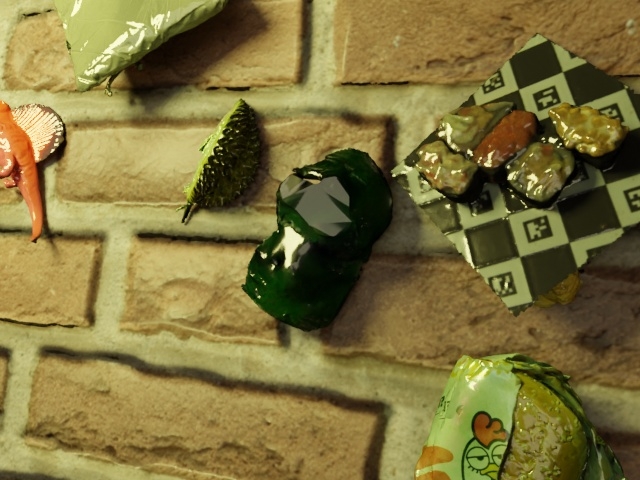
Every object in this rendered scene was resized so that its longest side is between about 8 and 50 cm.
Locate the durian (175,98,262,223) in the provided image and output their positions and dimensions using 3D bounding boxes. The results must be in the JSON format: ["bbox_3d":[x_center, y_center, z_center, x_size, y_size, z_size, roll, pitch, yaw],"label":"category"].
[{"bbox_3d":[-0.151,-0.114,0.903,0.100,0.086,0.215,26,88,52],"label":"durian"}]

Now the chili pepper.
[{"bbox_3d":[0.000,-0.003,0.808,0.148,0.116,0.265,35,95,15],"label":"chili pepper"}]

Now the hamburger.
[{"bbox_3d":[0.236,0.249,0.698,0.235,0.125,0.214,31,103,32],"label":"hamburger"}]

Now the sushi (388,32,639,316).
[{"bbox_3d":[0.256,-0.104,0.727,0.294,0.059,0.292,-43,56,8],"label":"sushi"}]

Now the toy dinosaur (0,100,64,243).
[{"bbox_3d":[-0.485,-0.142,1.015,0.139,0.070,0.286,-31,76,-11],"label":"toy dinosaur"}]

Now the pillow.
[{"bbox_3d":[-0.298,-0.395,0.954,0.274,0.076,0.281,-30,63,7],"label":"pillow"}]

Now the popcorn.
[{"bbox_3d":[0.295,0.041,0.738,0.084,0.084,0.084,-2,83,17],"label":"popcorn"}]

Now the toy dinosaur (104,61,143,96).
[{"bbox_3d":[-0.300,-0.314,0.977,0.058,0.037,0.180,12,68,25],"label":"toy dinosaur"}]
